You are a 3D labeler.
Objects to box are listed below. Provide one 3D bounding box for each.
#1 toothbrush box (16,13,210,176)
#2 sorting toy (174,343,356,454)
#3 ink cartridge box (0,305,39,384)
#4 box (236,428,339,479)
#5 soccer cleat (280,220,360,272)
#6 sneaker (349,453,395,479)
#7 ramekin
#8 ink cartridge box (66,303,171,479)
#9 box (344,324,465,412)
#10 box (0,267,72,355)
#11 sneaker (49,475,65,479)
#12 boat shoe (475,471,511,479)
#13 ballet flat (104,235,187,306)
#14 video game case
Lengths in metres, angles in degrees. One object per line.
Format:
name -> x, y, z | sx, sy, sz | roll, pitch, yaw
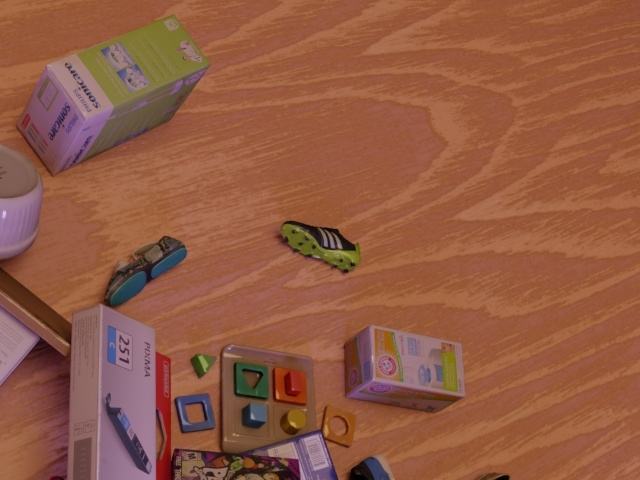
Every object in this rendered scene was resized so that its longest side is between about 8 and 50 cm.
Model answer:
toothbrush box -> -0.364, -0.257, 1.934 | 0.283, 0.206, 0.122 | -34, 86, -37
sorting toy -> -0.083, 0.281, 1.916 | 0.348, 0.047, 0.196 | 12, 60, -25
ink cartridge box -> -0.591, 0.194, 1.619 | 0.207, 0.117, 0.283 | 40, 52, -6
box -> -0.083, 0.412, 1.834 | 0.225, 0.036, 0.136 | -12, 72, -21
soccer cleat -> 0.000, 0.000, 2.112 | 0.179, 0.060, 0.072 | 27, 45, -23
sneaker -> 0.108, 0.455, 1.926 | 0.085, 0.058, 0.152 | -18, 71, -42
ramekin -> -0.541, -0.074, 1.746 | 0.207, 0.109, 0.207 | 19, 32, -12
ink cartridge box -> -0.284, 0.277, 1.704 | 0.261, 0.066, 0.296 | 36, 43, -53
box -> 0.155, 0.241, 2.040 | 0.203, 0.103, 0.114 | 14, 59, -24
box -> -0.465, 0.102, 1.728 | 0.201, 0.164, 0.021 | 39, 88, -7
sneaker -> -0.491, 0.416, 1.578 | 0.299, 0.120, 0.112 | -1, 37, -30
boat shoe -> 0.281, 0.480, 2.007 | 0.190, 0.072, 0.068 | -37, 87, -38
ballet flat -> -0.316, 0.049, 1.901 | 0.188, 0.070, 0.070 | -34, 85, -40
video game case -> -0.129, 0.425, 1.708 | 0.210, 0.041, 0.232 | 8, 33, -11
